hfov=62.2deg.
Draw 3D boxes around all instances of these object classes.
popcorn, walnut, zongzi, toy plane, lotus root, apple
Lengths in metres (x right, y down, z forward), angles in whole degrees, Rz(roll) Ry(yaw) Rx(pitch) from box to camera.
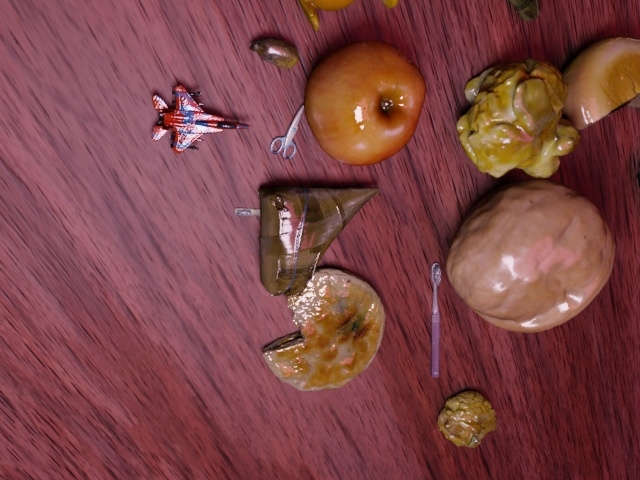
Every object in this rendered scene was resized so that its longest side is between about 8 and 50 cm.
[{"bbox_3d":[0.419,0.517,1.517,0.174,0.142,0.173,-14,111,-41],"label":"popcorn"},{"bbox_3d":[0.477,0.030,1.234,0.382,0.381,0.381,-7,112,-16],"label":"walnut"},{"bbox_3d":[0.000,0.000,1.174,0.275,0.125,0.250,-4,111,-23],"label":"zongzi"},{"bbox_3d":[-0.231,-0.232,1.037,0.189,0.061,0.130,-1,110,-23],"label":"toy plane"},{"bbox_3d":[-0.088,-0.369,1.034,0.099,0.054,0.049,13,116,-23],"label":"lotus root"},{"bbox_3d":[0.435,-0.254,1.161,0.277,0.225,0.276,-5,113,-12],"label":"popcorn"},{"bbox_3d":[0.092,-0.265,1.031,0.242,0.241,0.242,-5,110,-14],"label":"apple"},{"bbox_3d":[0.458,-0.553,1.156,0.104,0.052,0.113,33,84,-34],"label":"zongzi"}]

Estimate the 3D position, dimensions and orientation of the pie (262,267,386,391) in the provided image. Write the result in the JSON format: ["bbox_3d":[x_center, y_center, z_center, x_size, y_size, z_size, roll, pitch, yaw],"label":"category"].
[{"bbox_3d":[0.024,0.220,1.291,0.338,0.075,0.337,-6,110,-17],"label":"pie"}]

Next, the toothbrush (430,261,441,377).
[{"bbox_3d":[0.309,0.222,1.414,0.024,0.029,0.353,-6,113,-2],"label":"toothbrush"}]

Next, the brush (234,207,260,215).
[{"bbox_3d":[-0.145,-0.061,1.159,0.084,0.013,0.016,1,108,-21],"label":"brush"}]

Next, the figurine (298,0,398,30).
[{"bbox_3d":[0.053,-0.513,0.963,0.228,0.215,0.215,-5,114,8],"label":"figurine"}]

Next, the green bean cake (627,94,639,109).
[{"bbox_3d":[0.863,-0.407,1.325,0.109,0.085,0.179,10,106,-23],"label":"green bean cake"}]

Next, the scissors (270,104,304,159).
[{"bbox_3d":[-0.061,-0.231,1.120,0.058,0.014,0.119,20,106,-29],"label":"scissors"}]

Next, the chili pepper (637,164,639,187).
[{"bbox_3d":[0.935,-0.155,1.445,0.148,0.116,0.264,-33,117,9],"label":"chili pepper"}]

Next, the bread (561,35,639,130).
[{"bbox_3d":[0.645,-0.377,1.237,0.261,0.158,0.156,-32,98,-8],"label":"bread"}]
